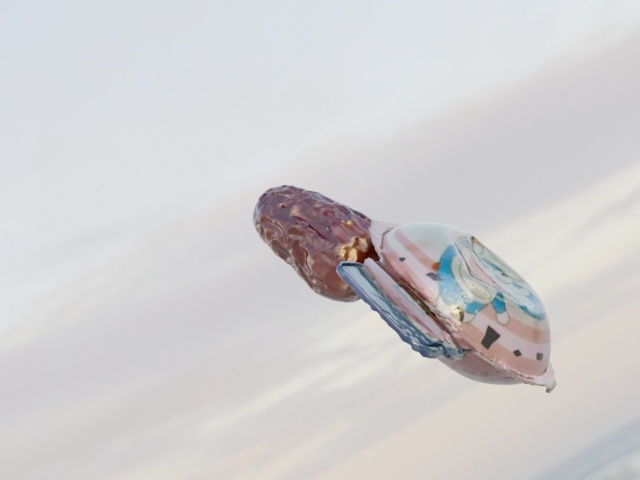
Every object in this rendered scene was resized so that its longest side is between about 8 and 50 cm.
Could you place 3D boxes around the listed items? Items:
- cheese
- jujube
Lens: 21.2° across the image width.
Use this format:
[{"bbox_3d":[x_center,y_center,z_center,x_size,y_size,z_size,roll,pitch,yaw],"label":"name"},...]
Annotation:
[{"bbox_3d":[0.095,0.048,1.278,0.074,0.189,0.286,-51,-19,15],"label":"cheese"},{"bbox_3d":[0.000,0.000,1.390,0.077,0.129,0.077,-35,-38,-32],"label":"jujube"}]
